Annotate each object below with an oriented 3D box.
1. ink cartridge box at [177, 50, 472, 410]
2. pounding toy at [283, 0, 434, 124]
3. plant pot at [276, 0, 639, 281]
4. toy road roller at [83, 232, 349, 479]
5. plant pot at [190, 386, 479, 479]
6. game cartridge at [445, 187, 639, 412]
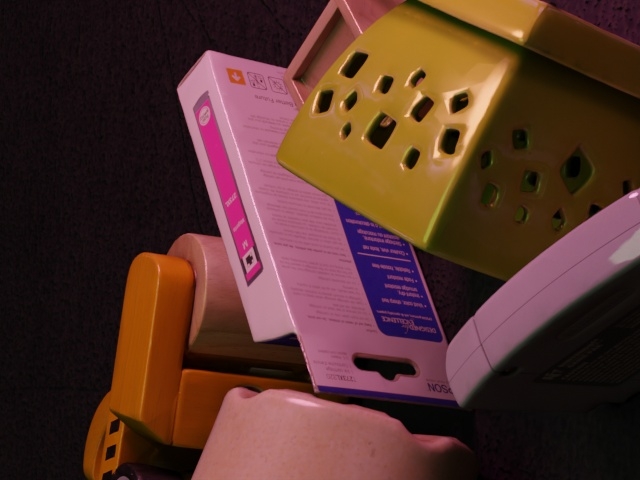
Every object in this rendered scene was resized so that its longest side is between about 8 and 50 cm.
[{"bbox_3d":[0.000,0.000,1.739,0.069,0.175,0.371,-48,48,35],"label":"ink cartridge box"},{"bbox_3d":[0.057,-0.184,1.738,0.206,0.094,0.181,-54,54,46],"label":"pounding toy"},{"bbox_3d":[0.138,-0.092,1.553,0.227,0.228,0.207,33,102,51],"label":"plant pot"},{"bbox_3d":[-0.115,0.158,1.841,0.240,0.202,0.330,12,93,63],"label":"toy road roller"},{"bbox_3d":[-0.009,0.293,1.605,0.334,0.334,0.305,1,71,52],"label":"plant pot"},{"bbox_3d":[0.234,0.036,1.413,0.297,0.198,0.062,-41,52,39],"label":"game cartridge"}]
